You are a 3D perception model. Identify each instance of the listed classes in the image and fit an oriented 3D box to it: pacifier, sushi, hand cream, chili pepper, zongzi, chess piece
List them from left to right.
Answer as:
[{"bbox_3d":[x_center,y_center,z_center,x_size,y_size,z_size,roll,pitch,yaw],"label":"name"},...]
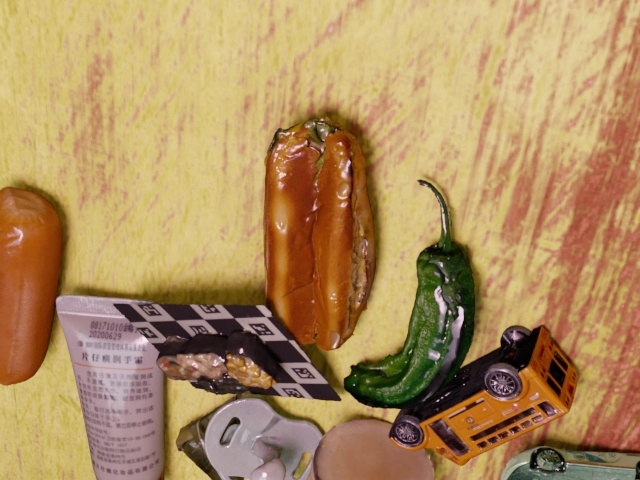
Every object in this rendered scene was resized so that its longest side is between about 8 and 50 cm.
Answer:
[{"bbox_3d":[-0.254,0.207,1.167,0.139,0.089,0.314,6,119,4],"label":"hand cream"},{"bbox_3d":[-0.112,0.146,1.036,0.215,0.050,0.192,-2,141,32],"label":"sushi"},{"bbox_3d":[-0.109,0.253,1.161,0.113,0.052,0.104,-37,108,23],"label":"zongzi"},{"bbox_3d":[-0.067,0.259,1.088,0.150,0.116,0.127,34,101,-12],"label":"pacifier"},{"bbox_3d":[0.027,0.337,1.100,0.143,0.143,0.261,27,133,7],"label":"chess piece"},{"bbox_3d":[0.104,0.080,0.944,0.122,0.065,0.279,38,124,25],"label":"chili pepper"}]

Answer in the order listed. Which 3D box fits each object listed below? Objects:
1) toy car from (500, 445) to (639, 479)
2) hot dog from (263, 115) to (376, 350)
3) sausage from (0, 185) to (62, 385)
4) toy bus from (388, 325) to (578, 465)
[{"bbox_3d":[0.282,0.251,0.972,0.186,0.058,0.093,4,121,8],"label":"toy car"},{"bbox_3d":[0.000,0.000,0.933,0.115,0.072,0.269,17,126,16],"label":"hot dog"},{"bbox_3d":[-0.366,0.060,1.118,0.105,0.105,0.274,24,126,9],"label":"sausage"},{"bbox_3d":[0.163,0.168,0.958,0.088,0.083,0.194,48,126,-7],"label":"toy bus"}]
